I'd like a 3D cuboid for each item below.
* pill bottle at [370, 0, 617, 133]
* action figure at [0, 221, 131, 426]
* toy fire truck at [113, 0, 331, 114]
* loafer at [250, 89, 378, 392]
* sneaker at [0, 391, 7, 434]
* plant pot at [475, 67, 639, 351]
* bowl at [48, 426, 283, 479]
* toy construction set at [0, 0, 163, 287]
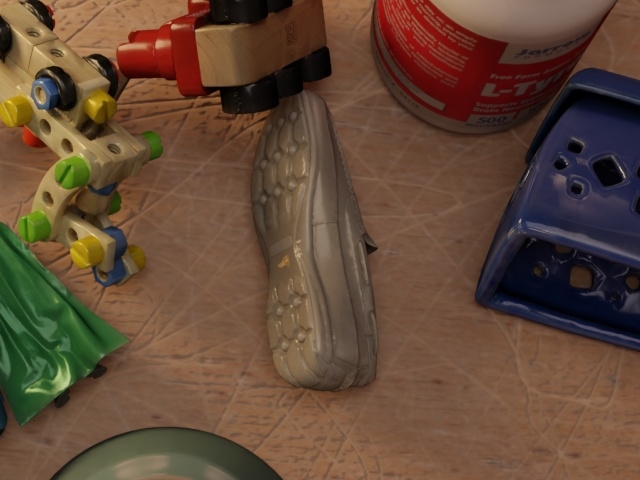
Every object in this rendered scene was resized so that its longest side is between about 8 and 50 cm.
[{"bbox_3d":[0.180,-0.271,1.588,0.229,0.408,0.229,1,75,-4],"label":"pill bottle"},{"bbox_3d":[-0.312,0.060,1.638,0.137,0.063,0.232,-36,75,-11],"label":"action figure"},{"bbox_3d":[-0.133,-0.187,1.670,0.246,0.217,0.159,1,108,23],"label":"toy fire truck"},{"bbox_3d":[0.000,0.000,1.669,0.111,0.112,0.320,9,70,-39],"label":"loafer"},{"bbox_3d":[-0.439,0.063,1.595,0.139,0.125,0.341,-26,77,-7],"label":"sneaker"},{"bbox_3d":[0.306,-0.032,1.632,0.236,0.236,0.212,17,69,0],"label":"plant pot"},{"bbox_3d":[-0.149,0.319,1.533,0.311,0.163,0.312,1,74,-5],"label":"bowl"},{"bbox_3d":[-0.297,-0.110,1.627,0.327,0.215,0.151,31,39,13],"label":"toy construction set"}]
